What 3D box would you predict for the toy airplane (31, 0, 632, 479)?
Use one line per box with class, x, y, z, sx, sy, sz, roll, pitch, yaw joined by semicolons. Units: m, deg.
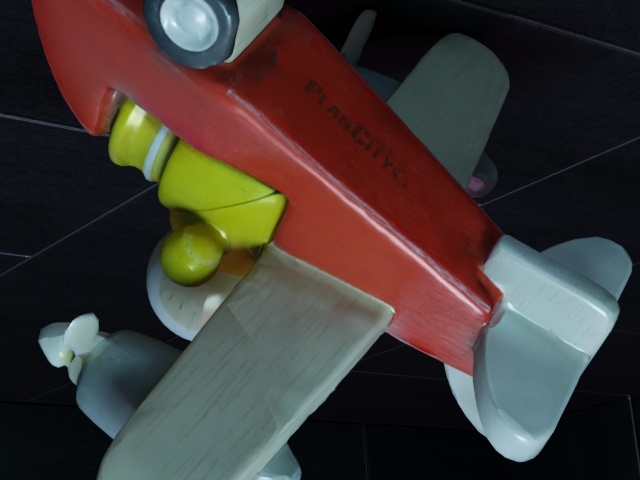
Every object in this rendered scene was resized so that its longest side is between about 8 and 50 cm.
toy airplane;0.000;0.000;0.942;0.386;0.384;0.272;7;149;-38
